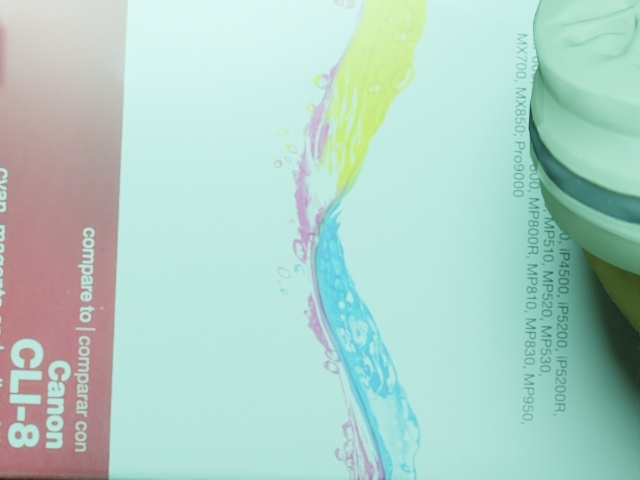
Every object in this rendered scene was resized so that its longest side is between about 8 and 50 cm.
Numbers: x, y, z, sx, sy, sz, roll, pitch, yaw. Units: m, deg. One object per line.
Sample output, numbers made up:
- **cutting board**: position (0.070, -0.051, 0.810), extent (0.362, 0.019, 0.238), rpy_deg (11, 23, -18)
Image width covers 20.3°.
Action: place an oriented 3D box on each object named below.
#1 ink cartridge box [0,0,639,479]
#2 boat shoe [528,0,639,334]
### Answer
- **ink cartridge box**: position (0.000, 0.000, 0.469), extent (0.176, 0.128, 0.127), rpy_deg (2, 86, -3)
- **boat shoe**: position (0.274, -0.082, 0.413), extent (0.500, 0.187, 0.156), rpy_deg (-30, 116, -16)
